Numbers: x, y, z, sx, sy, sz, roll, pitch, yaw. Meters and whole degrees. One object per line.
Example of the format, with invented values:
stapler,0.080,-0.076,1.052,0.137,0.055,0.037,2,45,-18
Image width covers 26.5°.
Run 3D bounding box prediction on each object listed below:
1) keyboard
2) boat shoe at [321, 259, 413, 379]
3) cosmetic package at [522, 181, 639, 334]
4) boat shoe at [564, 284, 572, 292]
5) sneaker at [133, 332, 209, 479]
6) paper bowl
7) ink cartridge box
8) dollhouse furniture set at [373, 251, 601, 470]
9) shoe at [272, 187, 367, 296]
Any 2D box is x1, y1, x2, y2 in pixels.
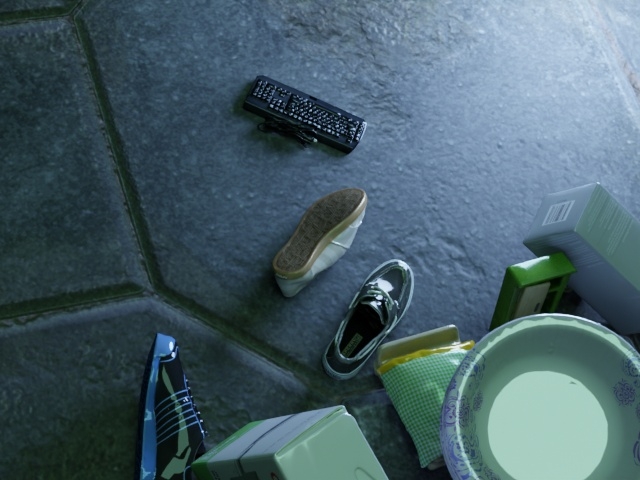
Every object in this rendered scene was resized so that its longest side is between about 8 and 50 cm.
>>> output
keyboard,-0.023,-0.196,2.124,0.192,0.038,0.100,22,58,-2
boat shoe,0.079,0.106,1.961,0.078,0.070,0.219,31,58,3
cosmetic package,0.433,0.032,2.021,0.238,0.127,0.107,39,64,-21
boat shoe,0.374,0.057,2.088,0.152,0.056,0.049,-15,92,-32
sneaker,-0.194,0.239,1.809,0.091,0.081,0.232,8,66,-14
paper bowl,0.297,0.246,1.771,0.284,0.148,0.284,0,74,0
ink cartridge box,-0.023,0.323,1.663,0.115,0.273,0.198,-31,93,-28
dollhouse furniture set,0.247,0.167,1.903,0.302,0.151,0.197,-14,52,-22
shoe,0.000,0.000,2.014,0.077,0.058,0.219,17,47,31
